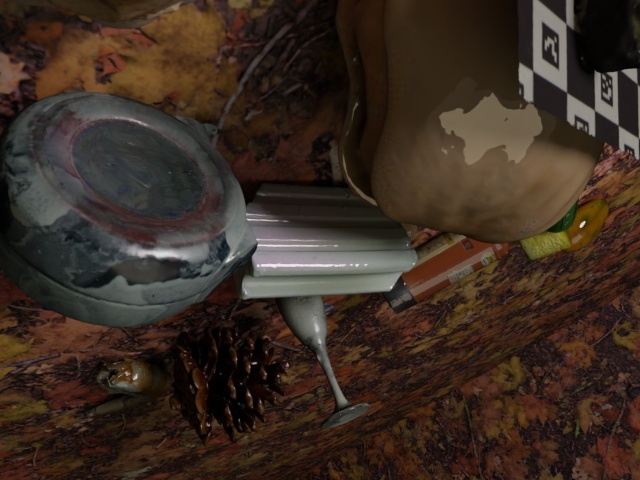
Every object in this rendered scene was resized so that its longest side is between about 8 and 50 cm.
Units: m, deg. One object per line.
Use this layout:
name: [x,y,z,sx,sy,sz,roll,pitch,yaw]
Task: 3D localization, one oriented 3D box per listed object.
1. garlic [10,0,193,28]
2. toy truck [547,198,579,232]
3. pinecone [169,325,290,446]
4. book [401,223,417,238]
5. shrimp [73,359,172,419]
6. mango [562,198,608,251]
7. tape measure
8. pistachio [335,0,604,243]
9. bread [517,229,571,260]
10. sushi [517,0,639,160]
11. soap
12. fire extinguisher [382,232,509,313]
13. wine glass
garlic: [-0.155,-0.252,0.394,0.229,0.178,0.143,-5,179,0]
toy truck: [0.479,-0.110,1.048,0.101,0.125,0.242,-28,148,7]
pinecone: [-0.191,0.304,1.080,0.264,0.264,0.264,-18,148,-11]
book: [0.133,-0.038,1.019,0.138,0.016,0.199,-21,149,-5]
shrimp: [-0.442,0.343,1.170,0.185,0.068,0.287,7,147,-35]
mango: [0.689,-0.037,1.340,0.163,0.089,0.111,-35,147,1]
tape measure: [-0.208,-0.034,0.557,0.275,0.256,0.147,-1,142,-43]
pistachio: [0.189,-0.173,0.627,0.365,0.281,0.445,-36,129,-4]
bread: [0.522,-0.028,1.208,0.114,0.129,0.111,-33,125,24]
sushi: [0.300,-0.272,0.482,0.343,0.359,0.064,6,174,-41]
soap: [0.000,0.000,0.820,0.289,0.173,0.095,0,142,-27]
fire extinguisher: [0.311,0.023,1.180,0.376,0.113,0.200,-31,-169,12]
wine glass: [0.044,0.151,0.955,0.096,0.309,0.264,10,136,-45]
